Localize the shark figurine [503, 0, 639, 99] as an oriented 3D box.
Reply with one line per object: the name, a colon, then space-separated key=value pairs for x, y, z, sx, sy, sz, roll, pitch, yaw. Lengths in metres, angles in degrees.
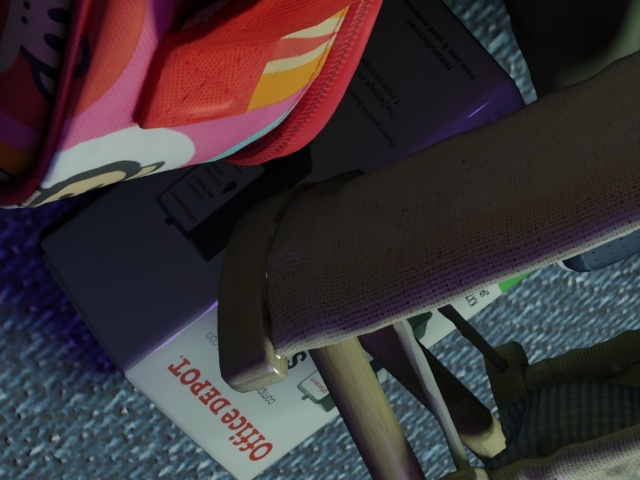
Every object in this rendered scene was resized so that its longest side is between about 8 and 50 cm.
shark figurine: x=0.041 y=-0.119 z=0.623 sx=0.278 sy=0.116 sz=0.166 roll=16 pitch=121 yaw=-30

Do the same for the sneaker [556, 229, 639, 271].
sneaker: x=0.260 y=-0.047 z=0.947 sx=0.282 sy=0.153 sz=0.099 roll=-38 pitch=148 yaw=1

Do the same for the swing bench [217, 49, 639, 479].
swing bench: x=0.134 y=0.030 z=0.664 sx=0.253 sy=0.165 sz=0.255 roll=-21 pitch=125 yaw=19

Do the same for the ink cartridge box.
ink cartridge box: x=0.000 y=0.000 z=0.815 sx=0.208 sy=0.087 sz=0.153 roll=-37 pitch=147 yaw=0

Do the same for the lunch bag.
lunch bag: x=-0.047 y=-0.158 z=0.406 sx=0.120 sy=0.258 sz=0.293 roll=-11 pitch=140 yaw=-35
